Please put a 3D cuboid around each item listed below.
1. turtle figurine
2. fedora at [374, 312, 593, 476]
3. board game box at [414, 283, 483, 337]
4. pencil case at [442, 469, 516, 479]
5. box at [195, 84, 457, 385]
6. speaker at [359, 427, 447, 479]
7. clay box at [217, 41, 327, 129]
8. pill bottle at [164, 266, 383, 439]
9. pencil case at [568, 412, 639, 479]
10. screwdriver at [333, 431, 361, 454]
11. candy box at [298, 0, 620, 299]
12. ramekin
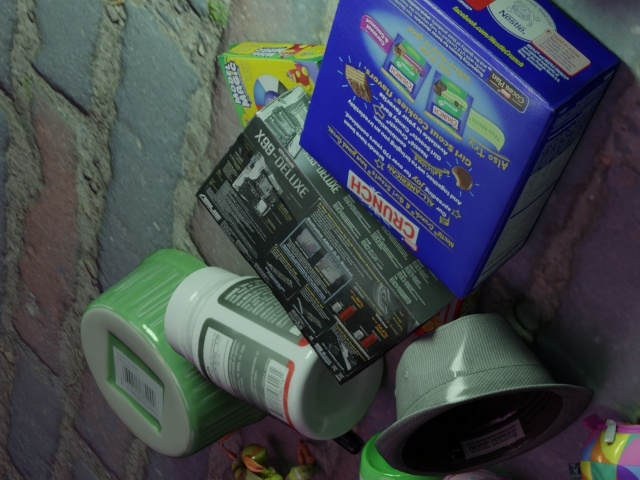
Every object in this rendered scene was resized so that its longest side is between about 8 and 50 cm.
[{"bbox_3d":[-0.066,0.391,2.384,0.269,0.087,0.217,-4,114,55],"label":"turtle figurine"},{"bbox_3d":[0.172,0.165,1.781,0.275,0.244,0.124,105,154,-61],"label":"fedora"},{"bbox_3d":[0.123,0.026,1.843,0.147,0.045,0.193,40,144,26],"label":"board game box"},{"bbox_3d":[0.209,0.428,1.980,0.124,0.124,0.284,17,120,46],"label":"pencil case"},{"bbox_3d":[0.000,0.000,1.865,0.307,0.076,0.242,52,150,5],"label":"box"},{"bbox_3d":[0.129,0.391,2.080,0.131,0.131,0.296,22,133,43],"label":"speaker"},{"bbox_3d":[-0.040,-0.170,1.885,0.222,0.053,0.127,9,125,49],"label":"clay box"},{"bbox_3d":[-0.068,0.142,2.097,0.283,0.161,0.161,24,136,42],"label":"pill bottle"},{"bbox_3d":[0.373,0.236,1.642,0.236,0.104,0.104,-4,115,53],"label":"pencil case"},{"bbox_3d":[-0.004,0.252,2.241,0.170,0.024,0.025,34,113,35],"label":"screwdriver"},{"bbox_3d":[0.128,-0.138,1.619,0.268,0.122,0.317,44,145,18],"label":"candy box"},{"bbox_3d":[-0.222,0.177,2.350,0.303,0.148,0.303,34,142,32],"label":"ramekin"}]
